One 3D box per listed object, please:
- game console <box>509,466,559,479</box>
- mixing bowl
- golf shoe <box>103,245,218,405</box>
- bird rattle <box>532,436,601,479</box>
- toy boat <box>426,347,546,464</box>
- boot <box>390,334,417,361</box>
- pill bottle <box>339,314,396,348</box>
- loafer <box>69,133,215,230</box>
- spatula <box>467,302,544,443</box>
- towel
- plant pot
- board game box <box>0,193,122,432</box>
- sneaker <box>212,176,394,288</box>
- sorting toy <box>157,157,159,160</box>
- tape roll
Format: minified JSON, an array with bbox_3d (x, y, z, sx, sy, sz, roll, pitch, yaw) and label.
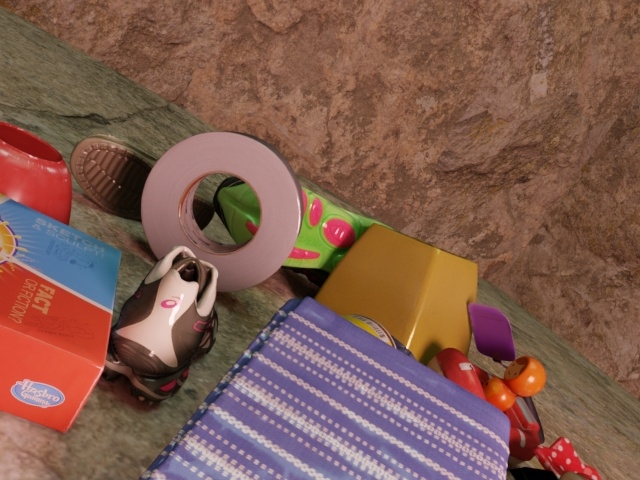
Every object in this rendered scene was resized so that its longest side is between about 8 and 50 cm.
[{"bbox_3d":[0.295,0.373,0.564,0.213,0.044,0.361,55,4,-29],"label":"game console"},{"bbox_3d":[-0.350,-0.069,0.715,0.181,0.098,0.181,32,9,-6],"label":"mixing bowl"},{"bbox_3d":[-0.141,0.064,0.671,0.105,0.120,0.273,30,9,-9],"label":"golf shoe"},{"bbox_3d":[0.367,0.335,0.785,0.253,0.143,0.207,44,1,35],"label":"bird rattle"},{"bbox_3d":[0.268,0.228,0.962,0.231,0.151,0.151,31,24,-36],"label":"toy boat"},{"bbox_3d":[0.106,0.191,0.862,0.086,0.069,0.190,-19,34,-19],"label":"boot"},{"bbox_3d":[0.006,0.146,0.725,0.117,0.117,0.215,37,11,21],"label":"pill bottle"},{"bbox_3d":[-0.286,-0.087,1.017,0.092,0.102,0.268,40,3,40],"label":"loafer"},{"bbox_3d":[0.320,0.230,1.065,0.084,0.030,0.296,6,-49,55],"label":"spatula"},{"bbox_3d":[0.016,0.180,0.485,0.243,0.040,0.336,29,31,9],"label":"towel"},{"bbox_3d":[0.143,0.090,1.080,0.212,0.187,0.212,25,5,41],"label":"plant pot"},{"bbox_3d":[-0.326,0.007,0.518,0.316,0.064,0.242,29,11,-22],"label":"board game box"},{"bbox_3d":[0.000,0.000,1.202,0.483,0.185,0.202,35,-2,-42],"label":"sneaker"},{"bbox_3d":[-0.325,-0.137,1.264,0.102,0.042,0.061,25,12,-35],"label":"sorting toy"},{"bbox_3d":[-0.133,-0.042,0.898,0.219,0.219,0.072,32,9,-3],"label":"tape roll"}]
